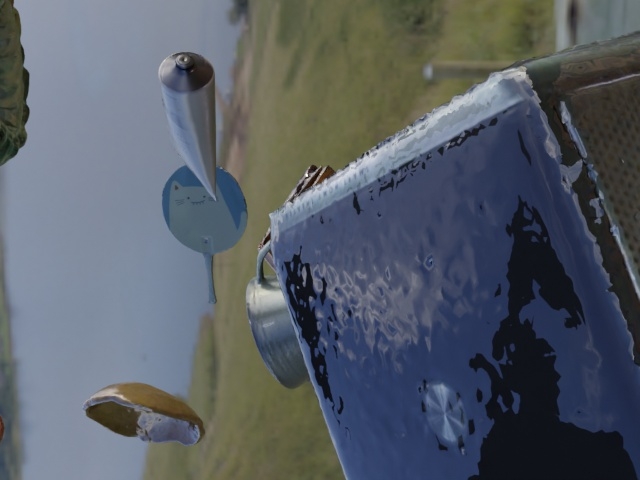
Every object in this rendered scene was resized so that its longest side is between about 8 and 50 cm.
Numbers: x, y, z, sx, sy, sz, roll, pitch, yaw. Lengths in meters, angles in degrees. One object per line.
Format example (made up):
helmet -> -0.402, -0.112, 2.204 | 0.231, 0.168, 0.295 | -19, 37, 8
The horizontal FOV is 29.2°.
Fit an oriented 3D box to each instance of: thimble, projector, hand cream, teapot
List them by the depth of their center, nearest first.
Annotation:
projector -> 0.186, 0.098, 0.937 | 0.395, 0.242, 0.405 | -28, 80, 56
hand cream -> -0.133, -0.122, 1.249 | 0.087, 0.054, 0.186 | 49, 157, 26
thimble -> -0.460, -0.209, 1.499 | 0.288, 0.167, 0.254 | -102, 8, -78
teapot -> -0.003, 0.094, 1.656 | 0.239, 0.149, 0.162 | 65, -162, -17

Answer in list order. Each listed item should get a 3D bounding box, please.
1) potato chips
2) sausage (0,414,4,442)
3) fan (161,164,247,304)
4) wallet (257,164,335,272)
potato chips -> -0.281, 0.275, 1.992 | 0.195, 0.208, 0.062 | -39, 38, 56
sausage -> -0.422, 0.226, 1.488 | 0.094, 0.059, 0.054 | -3, 63, 37
fan -> -0.136, -0.008, 1.463 | 0.005, 0.113, 0.175 | -33, -59, -64
wallet -> 0.001, -0.001, 1.865 | 0.042, 0.161, 0.195 | -13, 35, 49
